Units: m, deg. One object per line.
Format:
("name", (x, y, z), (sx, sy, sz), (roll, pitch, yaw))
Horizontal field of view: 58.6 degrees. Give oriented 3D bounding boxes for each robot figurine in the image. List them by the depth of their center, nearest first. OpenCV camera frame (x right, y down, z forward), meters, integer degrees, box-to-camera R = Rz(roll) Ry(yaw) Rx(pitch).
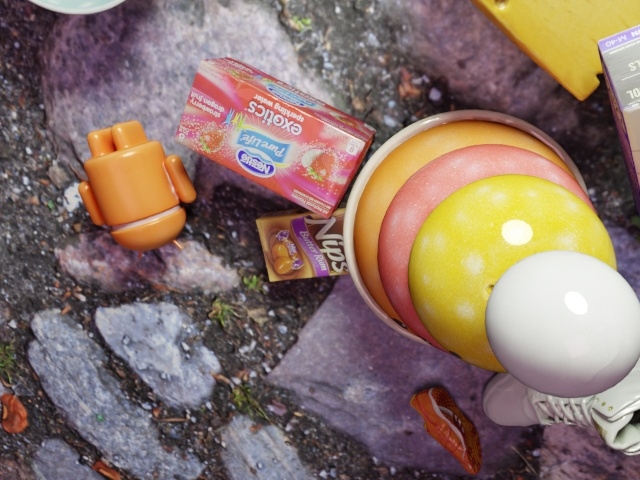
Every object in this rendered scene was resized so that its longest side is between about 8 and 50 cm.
("robot figurine", (-0.297, -0.078, 0.919), (0.158, 0.128, 0.219), (-24, 106, -23))

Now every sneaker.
("sneaker", (0.382, 0.244, 0.848), (0.293, 0.169, 0.108), (-25, 103, 21))
("sneaker", (0.220, 0.326, 0.982), (0.067, 0.064, 0.175), (-29, 96, 41))

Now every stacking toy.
("stacking toy", (0.191, 0.029, 0.627), (0.351, 0.480, 0.350), (1, 101, 5))

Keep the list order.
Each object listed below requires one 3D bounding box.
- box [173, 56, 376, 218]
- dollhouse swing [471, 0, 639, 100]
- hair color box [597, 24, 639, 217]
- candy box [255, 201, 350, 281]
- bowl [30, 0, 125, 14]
("box", (-0.063, -0.155, 0.836), (0.257, 0.122, 0.128), (28, 114, 3))
("dollhouse swing", (0.284, -0.416, 0.636), (0.315, 0.305, 0.347), (31, 115, -25))
("hair color box", (0.443, -0.109, 0.634), (0.185, 0.110, 0.339), (-18, 145, 26))
("candy box", (0.000, 0.000, 0.915), (0.187, 0.053, 0.109), (-7, 107, 14))
("bowl", (-0.298, -0.464, 0.762), (0.312, 0.163, 0.311), (4, 109, 12))
